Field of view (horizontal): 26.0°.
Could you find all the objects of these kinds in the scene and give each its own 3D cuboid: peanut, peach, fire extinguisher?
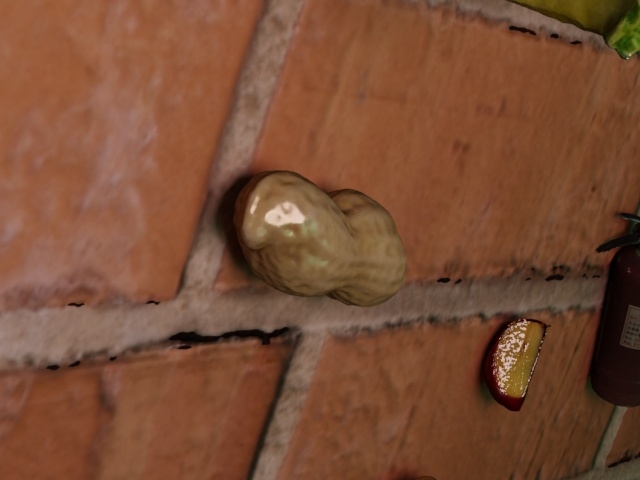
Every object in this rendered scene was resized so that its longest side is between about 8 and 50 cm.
[{"bbox_3d":[0.000,0.000,0.960,0.187,0.082,0.082,15,101,-55],"label":"peanut"},{"bbox_3d":[0.183,0.114,1.306,0.077,0.050,0.083,-55,165,-54],"label":"peach"},{"bbox_3d":[0.326,0.069,1.459,0.099,0.071,0.231,-10,124,-18],"label":"fire extinguisher"}]

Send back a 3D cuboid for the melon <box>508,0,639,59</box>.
[{"bbox_3d":[0.132,-0.315,0.808,0.331,0.226,0.344,-85,-174,-67],"label":"melon"}]

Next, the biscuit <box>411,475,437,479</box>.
[{"bbox_3d":[0.054,0.351,1.308,0.262,0.052,0.277,-51,146,-8],"label":"biscuit"}]
